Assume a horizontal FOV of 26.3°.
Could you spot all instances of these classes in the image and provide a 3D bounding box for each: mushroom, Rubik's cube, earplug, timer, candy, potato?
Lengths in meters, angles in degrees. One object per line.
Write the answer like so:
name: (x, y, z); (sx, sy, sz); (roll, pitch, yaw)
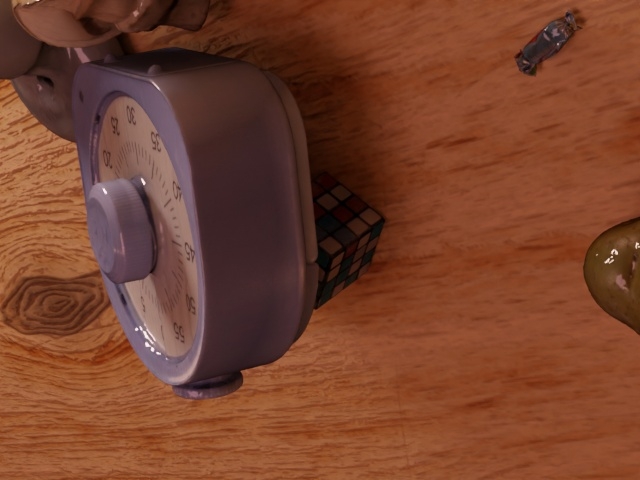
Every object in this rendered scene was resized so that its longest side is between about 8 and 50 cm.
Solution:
mushroom: (-0.210, -0.313, 1.420); (0.253, 0.195, 0.189); (-9, 79, 58)
Rubik's cube: (0.000, 0.000, 1.489); (0.092, 0.092, 0.092); (39, 142, 19)
earplug: (-0.358, -0.236, 1.630); (0.214, 0.175, 0.325); (11, 157, 42)
timer: (-0.151, -0.010, 1.461); (0.395, 0.173, 0.395); (38, 134, 52)
candy: (0.198, -0.169, 1.191); (0.030, 0.020, 0.083); (53, 142, 0)
potato: (0.308, 0.036, 1.131); (0.194, 0.157, 0.157); (11, 127, 41)
